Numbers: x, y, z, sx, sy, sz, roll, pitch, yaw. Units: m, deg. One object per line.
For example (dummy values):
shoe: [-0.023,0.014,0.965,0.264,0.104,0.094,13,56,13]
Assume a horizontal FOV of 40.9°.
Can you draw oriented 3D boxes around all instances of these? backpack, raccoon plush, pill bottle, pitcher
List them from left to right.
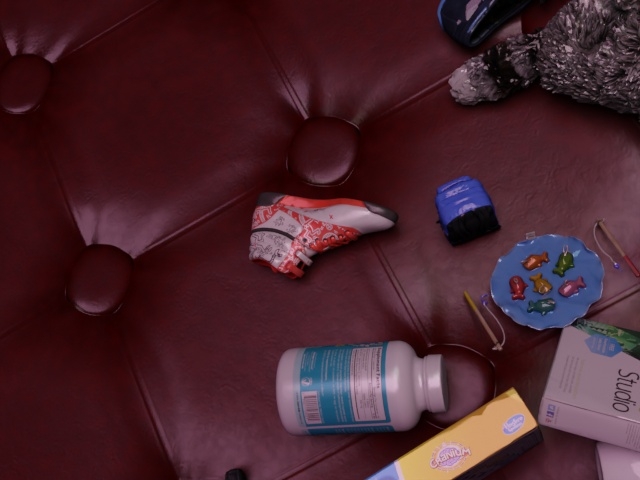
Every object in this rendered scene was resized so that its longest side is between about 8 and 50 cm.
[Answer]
pill bottle: [0.070,0.240,1.395,0.264,0.146,0.146,-5,72,13]
backpack: [0.238,-0.055,1.451,0.098,0.120,0.101,-28,68,7]
raccoon plush: [0.470,-0.230,1.439,0.446,0.216,0.299,-26,73,38]
pitcher: [0.510,0.332,1.230,0.207,0.178,0.125,-8,95,12]

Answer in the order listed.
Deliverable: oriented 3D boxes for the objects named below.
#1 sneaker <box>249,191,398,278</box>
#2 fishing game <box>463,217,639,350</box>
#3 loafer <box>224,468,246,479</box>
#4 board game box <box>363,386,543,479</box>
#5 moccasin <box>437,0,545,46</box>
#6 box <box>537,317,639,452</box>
sneaker: [0.000,0.000,1.519,0.270,0.090,0.145,6,76,21]
fishing game: [0.366,0.058,1.397,0.264,0.041,0.189,-27,46,7]
loafer: [-0.158,0.492,1.418,0.078,0.076,0.223,0,77,7]
board game box: [0.180,0.345,1.282,0.316,0.242,0.064,-33,67,3]
moccasin: [0.378,-0.464,1.541,0.342,0.138,0.117,-39,53,15]
box: [0.499,0.223,1.252,0.322,0.232,0.058,14,121,18]
